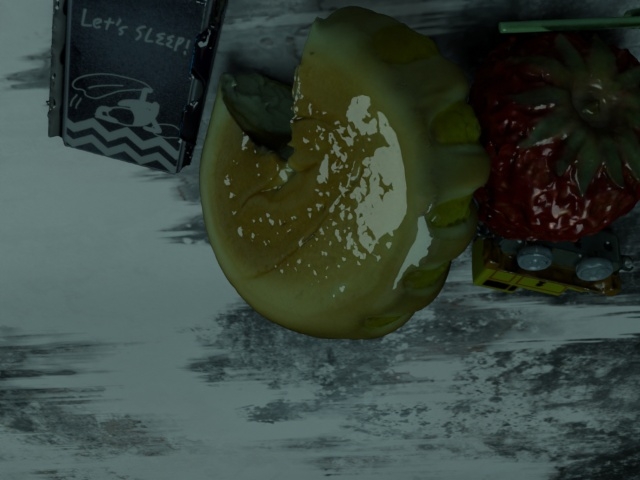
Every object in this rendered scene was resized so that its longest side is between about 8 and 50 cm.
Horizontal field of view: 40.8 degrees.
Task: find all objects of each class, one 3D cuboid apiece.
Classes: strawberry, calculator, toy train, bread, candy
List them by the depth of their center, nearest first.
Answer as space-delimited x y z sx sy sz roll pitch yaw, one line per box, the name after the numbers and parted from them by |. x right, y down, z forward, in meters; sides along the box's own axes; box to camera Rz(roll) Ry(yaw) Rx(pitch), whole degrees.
0.301 -0.195 0.775 0.287 0.084 0.078 -6 178 -5 | candy
0.024 -0.053 0.850 0.160 0.333 0.333 -14 159 -47 | bread
0.220 -0.084 0.873 0.205 0.205 0.244 11 160 -11 | strawberry
-0.194 -0.180 0.883 0.165 0.028 0.274 13 137 -9 | calculator
0.275 0.017 1.057 0.219 0.089 0.127 12 149 -12 | toy train
